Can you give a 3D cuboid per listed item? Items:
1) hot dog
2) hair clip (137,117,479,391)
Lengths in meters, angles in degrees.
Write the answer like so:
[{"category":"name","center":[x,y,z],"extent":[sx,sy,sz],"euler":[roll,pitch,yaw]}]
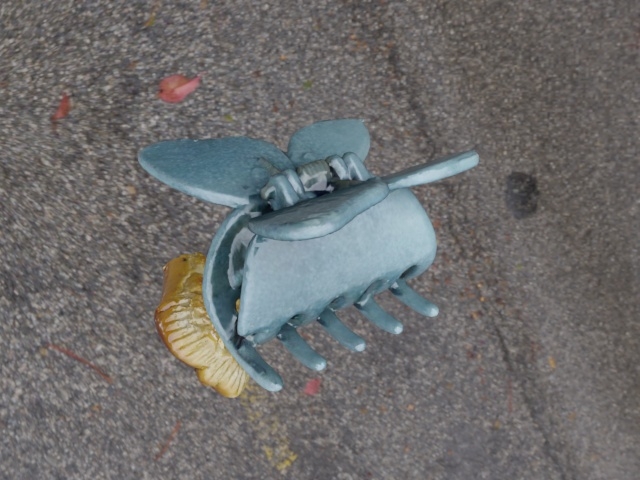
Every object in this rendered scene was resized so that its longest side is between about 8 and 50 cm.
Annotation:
[{"category":"hot dog","center":[-0.317,0.258,2.022],"extent":[0.196,0.365,0.367],"euler":[-37,116,11]},{"category":"hair clip","center":[0.000,0.000,0.877],"extent":[0.318,0.392,0.238],"euler":[-20,117,-31]}]
